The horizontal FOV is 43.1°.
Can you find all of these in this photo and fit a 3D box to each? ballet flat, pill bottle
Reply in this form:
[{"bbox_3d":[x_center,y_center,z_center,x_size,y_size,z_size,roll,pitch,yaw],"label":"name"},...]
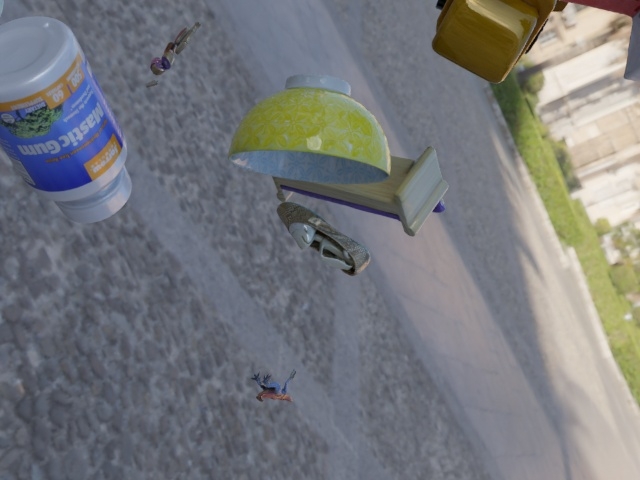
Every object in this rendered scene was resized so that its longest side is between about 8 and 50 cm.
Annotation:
[{"bbox_3d":[0.000,0.000,1.542,0.206,0.073,0.067,30,49,-1],"label":"ballet flat"},{"bbox_3d":[-0.354,-0.150,1.096,0.272,0.152,0.152,74,6,-50],"label":"pill bottle"}]

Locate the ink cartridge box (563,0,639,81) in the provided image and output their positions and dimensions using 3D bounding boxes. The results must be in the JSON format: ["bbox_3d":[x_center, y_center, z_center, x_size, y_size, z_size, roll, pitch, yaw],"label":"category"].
[{"bbox_3d":[0.278,-0.183,0.552,0.296,0.261,0.066,114,-13,-83],"label":"ink cartridge box"}]

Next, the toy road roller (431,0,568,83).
[{"bbox_3d":[0.313,-0.417,1.352,0.202,0.330,0.241,28,54,1],"label":"toy road roller"}]

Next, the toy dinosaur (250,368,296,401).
[{"bbox_3d":[-0.070,0.228,1.206,0.082,0.047,0.090,55,37,-31],"label":"toy dinosaur"}]

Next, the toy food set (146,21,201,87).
[{"bbox_3d":[-0.242,-0.300,1.291,0.019,0.122,0.078,38,-14,-26],"label":"toy food set"}]

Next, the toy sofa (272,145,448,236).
[{"bbox_3d":[0.079,-0.116,1.729,0.150,0.362,0.177,-51,140,-29],"label":"toy sofa"}]

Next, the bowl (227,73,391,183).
[{"bbox_3d":[-0.011,-0.200,1.416,0.289,0.289,0.156,19,77,-67],"label":"bowl"}]

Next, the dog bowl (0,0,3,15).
[{"bbox_3d":[-0.643,-0.432,1.291,0.265,0.104,0.265,51,26,-37],"label":"dog bowl"}]
